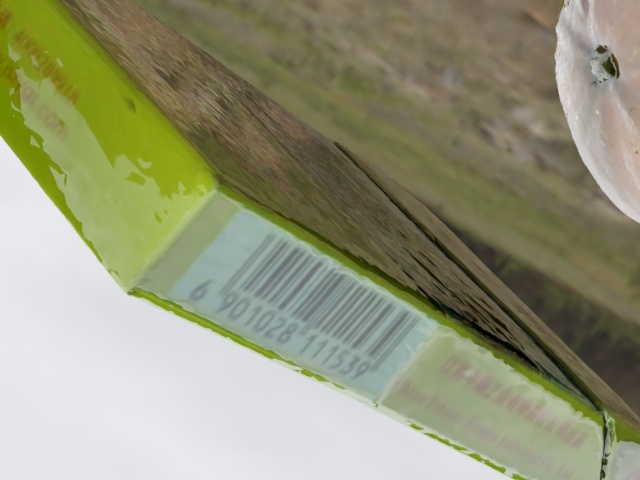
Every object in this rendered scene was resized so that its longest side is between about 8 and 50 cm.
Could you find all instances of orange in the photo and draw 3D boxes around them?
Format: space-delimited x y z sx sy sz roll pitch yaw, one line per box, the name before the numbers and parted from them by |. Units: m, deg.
orange | 0.222 -0.107 0.924 0.171 0.240 0.240 -4 -153 -21

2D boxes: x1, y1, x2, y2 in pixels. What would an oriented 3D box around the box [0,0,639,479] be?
box | 0.000 0.000 0.629 0.187 0.047 0.335 46 -171 37
